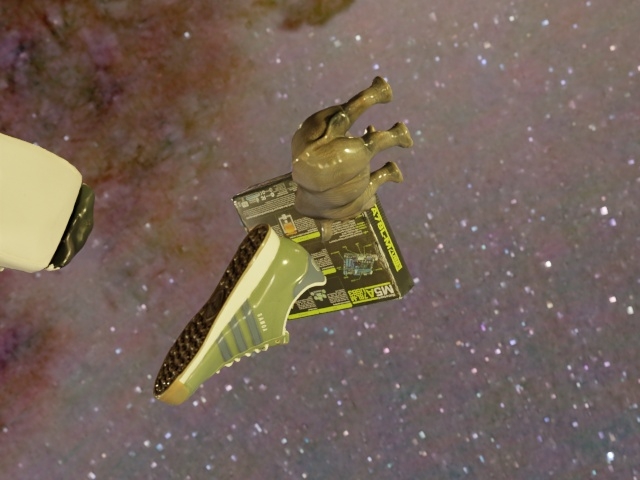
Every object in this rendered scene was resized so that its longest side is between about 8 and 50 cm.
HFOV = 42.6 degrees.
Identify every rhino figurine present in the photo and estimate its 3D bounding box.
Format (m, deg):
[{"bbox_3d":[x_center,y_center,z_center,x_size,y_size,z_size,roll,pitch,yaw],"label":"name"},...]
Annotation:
[{"bbox_3d":[0.021,-0.062,0.801,0.106,0.243,0.073,-29,-106,-9],"label":"rhino figurine"}]

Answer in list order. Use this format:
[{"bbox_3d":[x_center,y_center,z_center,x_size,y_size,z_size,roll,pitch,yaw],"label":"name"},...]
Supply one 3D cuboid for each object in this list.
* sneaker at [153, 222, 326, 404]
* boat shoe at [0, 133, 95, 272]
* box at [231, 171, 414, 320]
[{"bbox_3d":[-0.068,0.083,0.749,0.192,0.086,0.064,-56,-156,9],"label":"sneaker"},{"bbox_3d":[-0.345,-0.061,0.585,0.158,0.340,0.127,-8,-122,43],"label":"boat shoe"},{"bbox_3d":[0.000,0.000,1.026,0.190,0.184,0.045,-16,-165,38],"label":"box"}]
